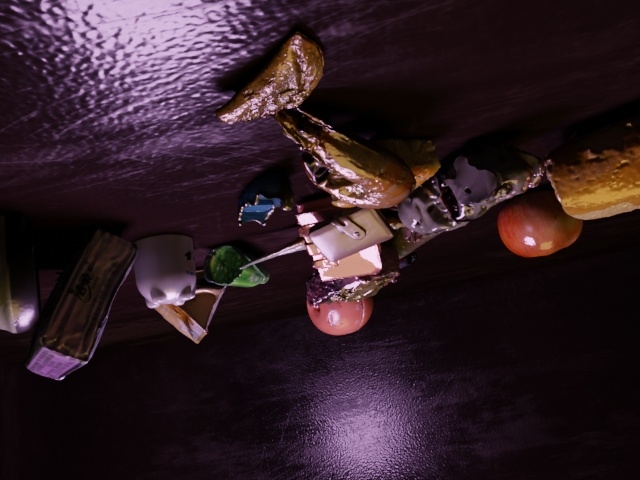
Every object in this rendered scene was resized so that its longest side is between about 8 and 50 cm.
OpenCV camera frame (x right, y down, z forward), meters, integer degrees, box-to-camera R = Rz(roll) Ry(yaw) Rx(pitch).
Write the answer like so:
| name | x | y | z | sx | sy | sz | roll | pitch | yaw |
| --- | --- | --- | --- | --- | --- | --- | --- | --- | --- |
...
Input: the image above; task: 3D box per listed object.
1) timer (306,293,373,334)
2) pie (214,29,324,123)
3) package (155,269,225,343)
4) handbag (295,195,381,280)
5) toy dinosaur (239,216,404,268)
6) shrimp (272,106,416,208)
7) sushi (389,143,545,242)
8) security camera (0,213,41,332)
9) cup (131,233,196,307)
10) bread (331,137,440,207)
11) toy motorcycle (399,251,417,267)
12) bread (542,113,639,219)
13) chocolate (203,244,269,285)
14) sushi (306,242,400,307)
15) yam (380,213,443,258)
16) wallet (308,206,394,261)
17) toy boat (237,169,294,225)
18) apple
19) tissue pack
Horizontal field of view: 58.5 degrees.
| name | x | y | z | sx | sy | sz | roll | pitch | yaw |
| --- | --- | --- | --- | --- | --- | --- | --- | --- | --- |
| timer | 0.066 | 0.223 | 2.045 | 0.215 | 0.229 | 0.230 | -5 | 166 | -36 |
| pie | -0.053 | -0.182 | 0.678 | 0.170 | 0.034 | 0.092 | -28 | 157 | 37 |
| package | -0.383 | 0.170 | 1.722 | 0.165 | 0.221 | 0.311 | -48 | -179 | -25 |
| handbag | 0.041 | -0.006 | 1.230 | 0.158 | 0.059 | 0.212 | -11 | 134 | 11 |
| toy dinosaur | 0.000 | 0.000 | 1.358 | 0.393 | 0.092 | 0.205 | -7 | 168 | -3 |
| shrimp | 0.022 | -0.115 | 0.850 | 0.287 | 0.062 | 0.152 | 26 | 154 | -37 |
| sushi | 0.267 | -0.094 | 1.101 | 0.130 | 0.124 | 0.332 | -15 | 170 | -31 |
| security camera | -0.627 | 0.072 | 0.958 | 0.277 | 0.191 | 0.197 | -3 | 167 | -25 |
| cup | -0.349 | 0.077 | 1.296 | 0.134 | 0.141 | 0.173 | -8 | 167 | -15 |
| bread | 0.110 | -0.113 | 1.010 | 0.126 | 0.068 | 0.188 | -4 | 165 | -25 |
| toy motorcycle | 0.232 | 0.058 | 1.796 | 0.123 | 0.082 | 0.213 | -16 | 165 | 19 |
| bread | 0.613 | -0.154 | 1.022 | 0.376 | 0.165 | 0.237 | -18 | 163 | 34 |
| chocolate | -0.203 | 0.078 | 1.520 | 0.110 | 0.110 | 0.291 | -13 | 169 | 11 |
| sushi | 0.082 | 0.085 | 1.384 | 0.241 | 0.107 | 0.161 | -14 | 160 | -7 |
| yam | 0.220 | -0.025 | 1.397 | 0.106 | 0.106 | 0.259 | -6 | 167 | -18 |
| wallet | 0.061 | -0.015 | 1.155 | 0.153 | 0.038 | 0.118 | -23 | 132 | 23 |
| toy boat | -0.094 | -0.065 | 1.034 | 0.075 | 0.077 | 0.185 | -2 | 164 | -30 |
| apple | 0.562 | -0.040 | 1.463 | 0.210 | 0.164 | 0.209 | -12 | 169 | -2 |
| tissue pack | -0.511 | 0.143 | 1.191 | 0.122 | 0.259 | 0.361 | 26 | 150 | -24 |
